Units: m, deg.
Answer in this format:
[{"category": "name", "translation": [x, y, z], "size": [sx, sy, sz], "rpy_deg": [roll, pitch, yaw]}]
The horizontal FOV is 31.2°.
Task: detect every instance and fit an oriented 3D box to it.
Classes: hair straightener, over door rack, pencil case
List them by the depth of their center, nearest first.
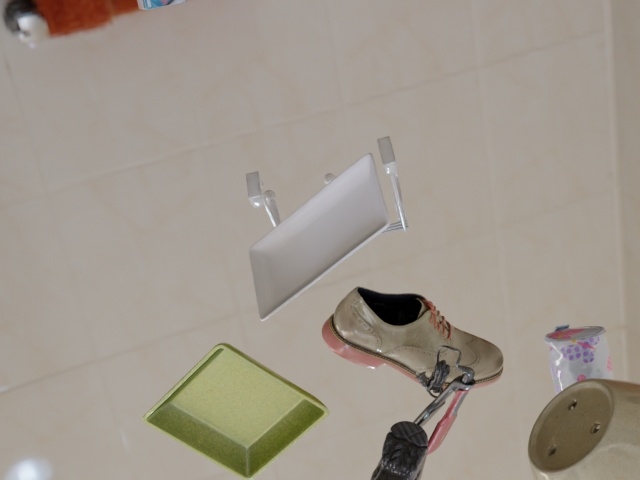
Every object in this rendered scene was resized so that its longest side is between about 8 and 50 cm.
[{"category": "hair straightener", "translation": [0.164, 0.224, 1.667], "size": [0.047, 0.230, 0.089], "rpy_deg": [-31, -116, -30]}, {"category": "over door rack", "translation": [0.019, -0.080, 1.917], "size": [0.239, 0.324, 0.108], "rpy_deg": [-15, -111, 3]}, {"category": "pencil case", "translation": [0.476, 0.288, 2.059], "size": [0.113, 0.273, 0.124], "rpy_deg": [-10, -175, -3]}]

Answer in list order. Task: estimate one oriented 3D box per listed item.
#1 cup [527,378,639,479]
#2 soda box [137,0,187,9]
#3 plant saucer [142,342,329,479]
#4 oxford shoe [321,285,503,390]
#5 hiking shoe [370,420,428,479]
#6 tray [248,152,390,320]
[{"category": "cup", "translation": [0.451, 0.342, 1.725], "size": [0.331, 0.237, 0.331], "rpy_deg": [-43, -160, 21]}, {"category": "soda box", "translation": [-0.227, -0.399, 1.509], "size": [0.058, 0.183, 0.063], "rpy_deg": [-16, -163, -15]}, {"category": "plant saucer", "translation": [-0.114, 0.224, 1.563], "size": [0.188, 0.188, 0.045], "rpy_deg": [-44, -157, 29]}, {"category": "oxford shoe", "translation": [0.183, 0.168, 1.985], "size": [0.348, 0.130, 0.123], "rpy_deg": [13, -142, -22]}, {"category": "hiking shoe", "translation": [0.103, 0.379, 1.680], "size": [0.086, 0.114, 0.227], "rpy_deg": [26, -98, 21]}, {"category": "tray", "translation": [0.000, 0.000, 1.703], "size": [0.270, 0.030, 0.145], "rpy_deg": [-38, -136, 28]}]
